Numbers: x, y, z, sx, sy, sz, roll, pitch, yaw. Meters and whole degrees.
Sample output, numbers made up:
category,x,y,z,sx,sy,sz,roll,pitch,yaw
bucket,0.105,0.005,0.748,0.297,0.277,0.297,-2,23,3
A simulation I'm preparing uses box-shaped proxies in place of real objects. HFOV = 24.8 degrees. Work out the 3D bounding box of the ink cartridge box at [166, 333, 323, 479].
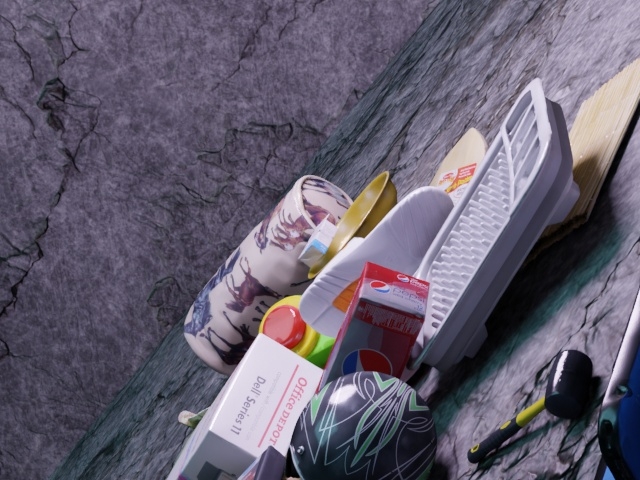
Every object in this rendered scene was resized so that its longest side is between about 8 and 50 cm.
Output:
category,x,y,z,sx,sy,sz,roll,pitch,yaw
ink cartridge box,-0.109,0.277,2.035,0.353,0.119,0.207,-56,5,42

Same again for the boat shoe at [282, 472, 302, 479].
category,x,y,z,sx,sy,sz,roll,pitch,yaw
boat shoe,-0.015,0.300,1.840,0.170,0.063,0.059,-57,5,-27

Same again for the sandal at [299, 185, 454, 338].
category,x,y,z,sx,sy,sz,roll,pitch,yaw
sandal,0.084,0.028,1.984,0.265,0.102,0.076,-45,9,14

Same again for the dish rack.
category,x,y,z,sx,sy,sz,roll,pitch,yaw
dish rack,0.210,-0.010,1.742,0.333,0.072,0.285,-60,9,23

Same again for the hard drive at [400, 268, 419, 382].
category,x,y,z,sx,sy,sz,roll,pitch,yaw
hard drive,0.098,0.121,1.984,0.203,0.040,0.307,-50,9,36

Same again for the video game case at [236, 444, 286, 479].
category,x,y,z,sx,sy,sz,roll,pitch,yaw
video game case,-0.146,0.386,1.755,0.248,0.035,0.275,-47,4,13

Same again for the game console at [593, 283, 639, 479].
category,x,y,z,sx,sy,sz,roll,pitch,yaw
game console,0.228,0.123,1.088,0.173,0.250,0.293,-9,37,35

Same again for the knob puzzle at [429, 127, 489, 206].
category,x,y,z,sx,sy,sz,roll,pitch,yaw
knob puzzle,0.207,-0.074,2.159,0.213,0.030,0.213,-55,21,33

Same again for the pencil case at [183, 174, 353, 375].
category,x,y,z,sx,sy,sz,roll,pitch,yaw
pencil case,-0.081,0.073,2.624,0.410,0.183,0.160,-48,29,30

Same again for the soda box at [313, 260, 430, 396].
category,x,y,z,sx,sy,sz,roll,pitch,yaw
soda box,0.048,0.162,1.744,0.092,0.083,0.263,-75,5,-61

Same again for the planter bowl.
category,x,y,z,sx,sy,sz,roll,pitch,yaw
planter bowl,0.079,-0.001,2.369,0.217,0.090,0.217,-53,8,11

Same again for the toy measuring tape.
category,x,y,z,sx,sy,sz,roll,pitch,yaw
toy measuring tape,-0.082,0.169,2.182,0.330,0.121,0.121,-30,18,22

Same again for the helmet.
category,x,y,z,sx,sy,sz,roll,pitch,yaw
helmet,0.046,0.222,1.561,0.169,0.169,0.161,-57,-5,-26

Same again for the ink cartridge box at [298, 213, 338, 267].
category,x,y,z,sx,sy,sz,roll,pitch,yaw
ink cartridge box,0.000,0.000,2.390,0.048,0.028,0.083,-46,11,46

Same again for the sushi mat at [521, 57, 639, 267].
category,x,y,z,sx,sy,sz,roll,pitch,yaw
sushi mat,0.331,-0.106,1.809,0.151,0.019,0.316,-41,14,52

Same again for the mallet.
category,x,y,z,sx,sy,sz,roll,pitch,yaw
mallet,0.197,0.178,1.412,0.190,0.039,0.062,-50,11,39
